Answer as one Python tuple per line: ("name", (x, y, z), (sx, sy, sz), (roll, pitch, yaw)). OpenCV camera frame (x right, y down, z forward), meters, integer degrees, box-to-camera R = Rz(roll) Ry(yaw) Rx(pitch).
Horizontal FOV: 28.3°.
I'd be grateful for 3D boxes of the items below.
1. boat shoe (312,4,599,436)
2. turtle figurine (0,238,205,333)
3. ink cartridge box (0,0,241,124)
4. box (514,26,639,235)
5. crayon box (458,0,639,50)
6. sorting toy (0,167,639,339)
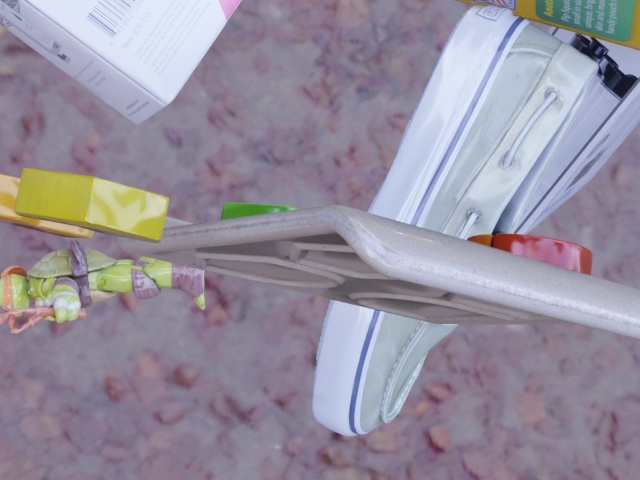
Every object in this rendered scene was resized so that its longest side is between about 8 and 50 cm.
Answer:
("boat shoe", (0.082, 0.001, 0.821), (0.094, 0.302, 0.109), (25, 14, 18))
("turtle figurine", (-0.231, 0.040, 1.265), (0.217, 0.269, 0.087), (-7, 88, -13))
("ink cartridge box", (-0.208, -0.273, 1.139), (0.283, 0.117, 0.207), (37, 73, -15))
("box", (0.238, -0.146, 1.044), (0.087, 0.290, 0.169), (43, 39, 12))
("crayon box", (0.239, -0.191, 0.777), (0.323, 0.203, 0.083), (18, 73, 16))
("sorting toy", (0.000, 0.000, 0.592), (0.307, 0.229, 0.041), (15, 83, -33))
